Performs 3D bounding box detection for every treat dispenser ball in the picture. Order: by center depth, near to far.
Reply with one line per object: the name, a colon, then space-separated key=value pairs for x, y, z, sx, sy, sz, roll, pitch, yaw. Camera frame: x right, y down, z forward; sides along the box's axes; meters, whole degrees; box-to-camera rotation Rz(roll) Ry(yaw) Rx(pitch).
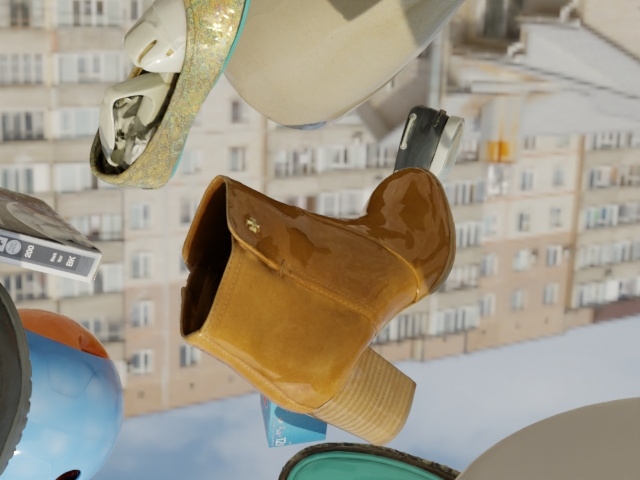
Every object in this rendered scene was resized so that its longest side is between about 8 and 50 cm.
treat dispenser ball: x=-0.433 y=0.242 z=1.748 sx=0.288 sy=0.288 sz=0.288 roll=2 pitch=-166 yaw=0

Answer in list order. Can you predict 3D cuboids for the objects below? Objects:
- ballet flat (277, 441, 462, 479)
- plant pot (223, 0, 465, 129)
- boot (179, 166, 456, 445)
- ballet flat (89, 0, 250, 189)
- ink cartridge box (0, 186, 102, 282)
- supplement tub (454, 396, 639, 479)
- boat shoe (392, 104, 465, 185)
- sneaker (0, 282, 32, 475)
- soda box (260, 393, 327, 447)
ballet flat: x=0.187 y=0.345 z=1.296 sx=0.483 sy=0.164 sz=0.182 roll=17 pitch=174 yaw=10
plant pot: x=0.046 y=-0.290 z=1.407 sx=0.256 sy=0.256 sz=0.274 roll=-11 pitch=175 yaw=-42
boot: x=-0.001 y=0.001 z=0.957 sx=0.104 sy=0.211 sz=0.295 roll=-29 pitch=-144 yaw=38
ballet flat: x=-0.181 y=-0.187 z=1.354 sx=0.123 sy=0.348 sz=0.123 roll=17 pitch=-138 yaw=-16
ink cartridge box: x=-0.368 y=-0.025 z=1.302 sx=0.208 sy=0.045 sz=0.206 roll=15 pitch=-170 yaw=-36
supplement tub: x=0.223 y=0.286 z=0.755 sx=0.235 sy=0.324 sz=0.235 roll=-16 pitch=-167 yaw=4
boat shoe: x=0.139 y=-0.066 z=1.906 sx=0.091 sy=0.302 sz=0.114 roll=21 pitch=-179 yaw=18
sneaker: x=-0.323 y=0.182 z=0.945 sx=0.125 sy=0.340 sz=0.139 roll=11 pitch=180 yaw=11
soda box: x=-0.027 y=0.146 z=1.347 sx=0.071 sy=0.210 sz=0.067 roll=-6 pitch=-131 yaw=-10
